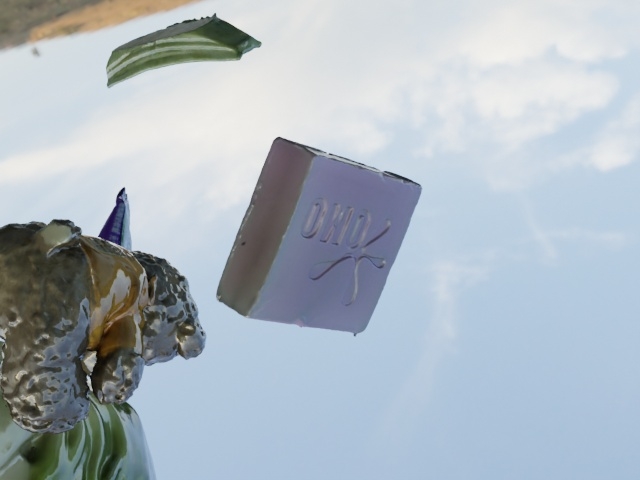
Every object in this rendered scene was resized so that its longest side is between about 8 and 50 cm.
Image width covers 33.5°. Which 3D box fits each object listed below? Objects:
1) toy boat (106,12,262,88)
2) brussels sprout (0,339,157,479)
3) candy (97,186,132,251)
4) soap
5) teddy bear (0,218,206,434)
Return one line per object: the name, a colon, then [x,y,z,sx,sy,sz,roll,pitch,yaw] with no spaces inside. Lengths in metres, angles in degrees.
toy boat: [-0.192,-0.252,1.403,0.293,0.055,0.093,-1,-148,47]
brussels sprout: [-0.300,0.234,0.947,0.282,0.354,0.289,16,-107,12]
candy: [-0.333,0.059,1.617,0.070,0.145,0.275,17,-114,-1]
soap: [0.000,0.000,1.725,0.296,0.285,0.107,11,-166,-48]
teddy bear: [-0.178,0.051,0.803,0.177,0.140,0.190,33,-167,32]
